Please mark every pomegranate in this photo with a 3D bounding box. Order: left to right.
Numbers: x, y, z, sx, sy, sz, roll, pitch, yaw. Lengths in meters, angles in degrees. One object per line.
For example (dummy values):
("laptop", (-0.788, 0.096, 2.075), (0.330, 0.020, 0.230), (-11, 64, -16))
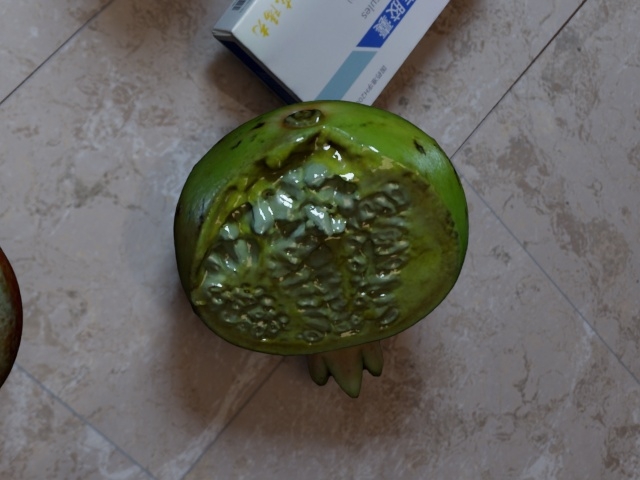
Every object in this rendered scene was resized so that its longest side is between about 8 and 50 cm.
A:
("pomegranate", (0.000, 0.000, 0.929), (0.310, 0.216, 0.358), (-15, 132, -5))

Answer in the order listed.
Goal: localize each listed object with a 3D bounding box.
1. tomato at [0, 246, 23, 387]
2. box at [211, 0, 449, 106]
("tomato", (-0.413, 0.069, 0.735), (0.270, 0.222, 0.270), (-14, 111, -39))
("box", (0.053, -0.308, 0.960), (0.200, 0.065, 0.343), (40, 84, -35))
